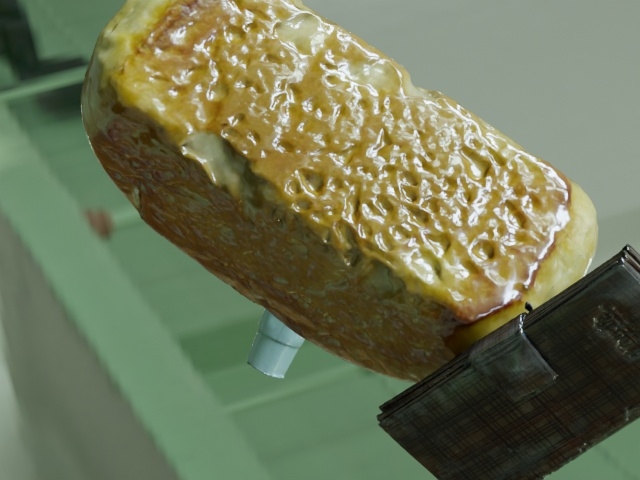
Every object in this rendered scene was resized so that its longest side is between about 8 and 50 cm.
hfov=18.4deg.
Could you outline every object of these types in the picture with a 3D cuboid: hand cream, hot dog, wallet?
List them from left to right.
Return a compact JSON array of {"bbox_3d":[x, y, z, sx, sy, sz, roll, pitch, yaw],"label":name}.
[{"bbox_3d":[0.000,0.000,2.269,0.085,0.058,0.331,-78,-169,-81],"label":"hand cream"},{"bbox_3d":[0.005,-0.036,1.538,0.405,0.185,0.223,34,-23,6],"label":"hot dog"},{"bbox_3d":[0.162,0.103,1.397,0.124,0.230,0.042,44,30,-21],"label":"wallet"}]
